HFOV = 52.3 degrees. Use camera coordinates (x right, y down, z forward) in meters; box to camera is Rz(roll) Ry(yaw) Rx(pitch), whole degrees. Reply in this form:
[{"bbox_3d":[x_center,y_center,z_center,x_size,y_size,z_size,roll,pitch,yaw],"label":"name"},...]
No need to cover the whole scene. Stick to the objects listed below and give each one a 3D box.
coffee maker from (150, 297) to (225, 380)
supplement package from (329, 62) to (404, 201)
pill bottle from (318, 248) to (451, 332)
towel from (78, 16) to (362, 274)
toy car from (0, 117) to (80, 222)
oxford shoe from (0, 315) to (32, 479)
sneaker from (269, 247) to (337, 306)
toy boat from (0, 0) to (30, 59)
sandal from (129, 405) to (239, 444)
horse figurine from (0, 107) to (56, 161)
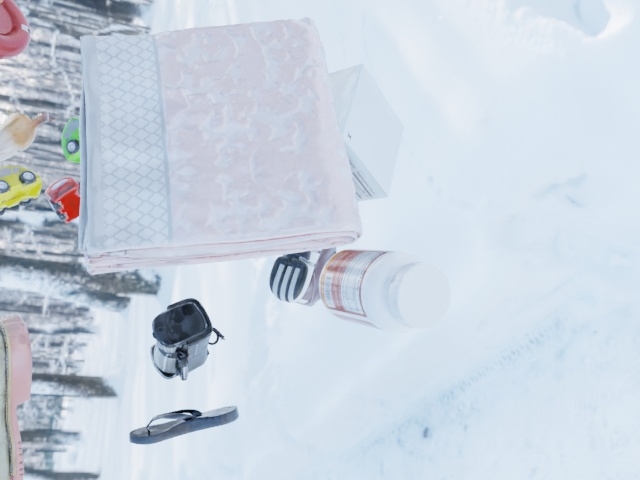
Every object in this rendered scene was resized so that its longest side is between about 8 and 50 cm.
[{"bbox_3d":[-0.296,0.207,1.455,0.171,0.120,0.178,-47,-11,-34],"label":"coffee maker"},{"bbox_3d":[0.004,-0.205,1.374,0.262,0.198,0.199,-7,53,34],"label":"supplement package"},{"bbox_3d":[0.095,0.074,0.988,0.216,0.121,0.121,3,85,63],"label":"pill bottle"},{"bbox_3d":[-0.130,-0.131,0.793,0.053,0.316,0.332,100,162,-64],"label":"towel"},{"bbox_3d":[-0.408,-0.126,1.033,0.225,0.053,0.239,-46,-12,11],"label":"toy car"},{"bbox_3d":[-0.560,0.313,1.040,0.140,0.146,0.397,17,103,47],"label":"oxford shoe"},{"bbox_3d":[0.000,0.000,1.281,0.106,0.162,0.282,18,80,31],"label":"sneaker"},{"bbox_3d":[-0.543,-0.409,1.073,0.231,0.151,0.151,77,-179,-64],"label":"toy boat"},{"bbox_3d":[-0.315,0.411,1.502,0.097,0.254,0.055,-172,67,-88],"label":"sandal"},{"bbox_3d":[-0.610,-0.179,1.228,0.174,0.263,0.066,18,143,47],"label":"horse figurine"}]
